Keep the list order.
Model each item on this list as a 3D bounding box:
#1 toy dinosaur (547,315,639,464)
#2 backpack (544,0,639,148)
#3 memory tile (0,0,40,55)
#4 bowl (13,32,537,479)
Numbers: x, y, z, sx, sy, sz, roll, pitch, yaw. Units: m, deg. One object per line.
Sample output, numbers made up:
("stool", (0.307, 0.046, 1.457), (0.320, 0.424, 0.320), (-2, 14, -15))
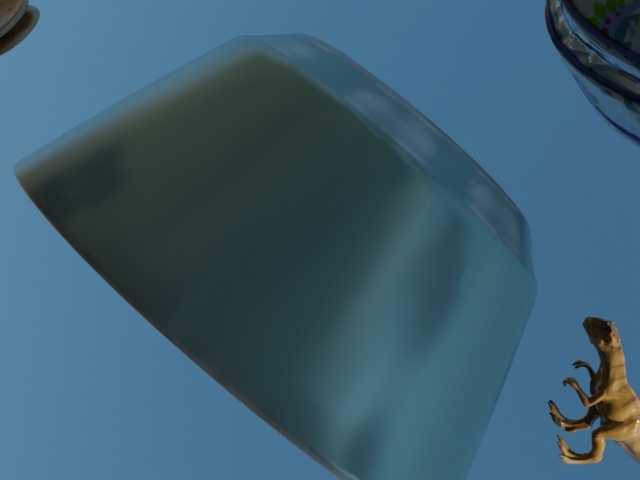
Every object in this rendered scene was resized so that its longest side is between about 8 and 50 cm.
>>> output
("toy dinosaur", (0.275, 0.171, 1.079), (0.112, 0.064, 0.211), (-22, -68, 19))
("backpack", (0.348, -0.165, 0.893), (0.355, 0.273, 0.290), (32, -89, 50))
("memory tile", (-0.207, -0.088, 0.589), (0.148, 0.012, 0.113), (-34, -144, 3))
("bowl", (0.000, 0.000, 0.667), (0.163, 0.311, 0.311), (-50, -130, 0))
